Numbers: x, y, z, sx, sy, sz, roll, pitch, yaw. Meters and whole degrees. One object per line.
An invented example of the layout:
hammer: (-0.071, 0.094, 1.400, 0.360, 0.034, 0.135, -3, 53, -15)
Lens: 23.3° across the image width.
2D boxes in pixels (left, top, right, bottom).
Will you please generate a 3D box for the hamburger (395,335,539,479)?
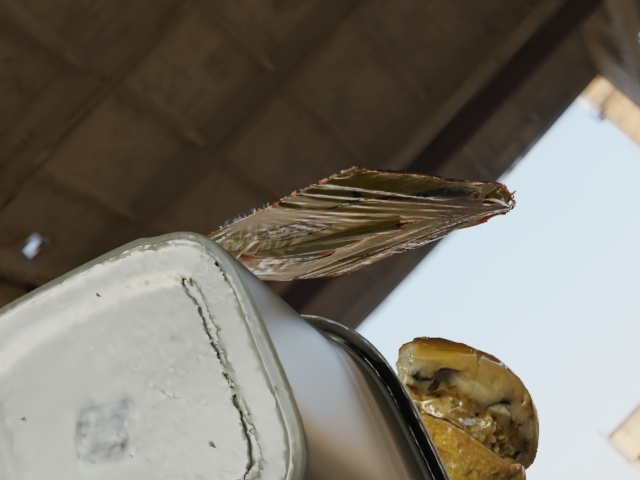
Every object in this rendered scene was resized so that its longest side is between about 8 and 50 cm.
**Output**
hamburger: (0.114, 0.179, 1.378, 0.283, 0.156, 0.144, 102, 175, -67)

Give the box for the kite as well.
kite: (-0.001, -0.002, 1.244, 0.327, 0.013, 0.377, -11, -11, 1)

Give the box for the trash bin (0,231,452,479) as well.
trash bin: (-0.060, 0.133, 0.829, 0.220, 0.219, 0.250, -28, -28, 5)
